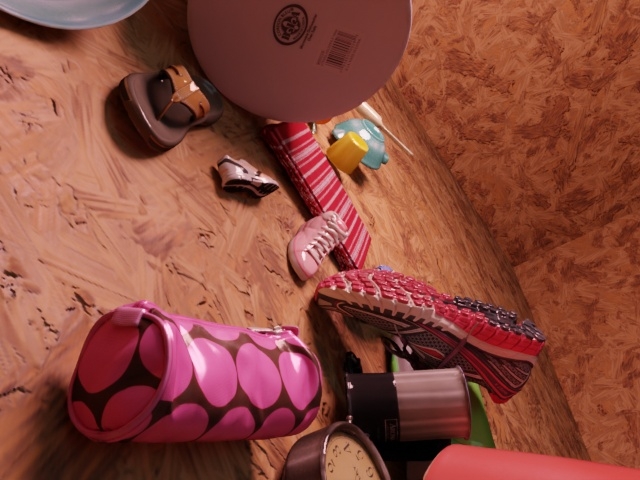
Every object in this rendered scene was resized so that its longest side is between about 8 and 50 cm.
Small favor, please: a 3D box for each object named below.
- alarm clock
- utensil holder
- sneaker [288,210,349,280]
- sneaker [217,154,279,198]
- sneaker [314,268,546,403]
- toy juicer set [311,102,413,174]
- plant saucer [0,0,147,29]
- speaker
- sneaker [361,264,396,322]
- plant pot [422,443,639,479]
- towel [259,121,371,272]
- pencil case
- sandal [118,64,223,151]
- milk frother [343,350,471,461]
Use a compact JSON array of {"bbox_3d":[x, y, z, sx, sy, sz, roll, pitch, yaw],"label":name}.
[{"bbox_3d":[0.010,0.242,0.501,0.129,0.064,0.192,65,19,8],"label":"alarm clock"},{"bbox_3d":[-0.043,-0.421,0.863,0.327,0.327,0.386,42,31,-40],"label":"utensil holder"},{"bbox_3d":[0.000,0.000,0.773,0.051,0.070,0.134,56,23,-20],"label":"sneaker"},{"bbox_3d":[-0.091,-0.082,0.711,0.109,0.040,0.044,13,49,-63],"label":"sneaker"},{"bbox_3d":[0.131,0.120,0.723,0.299,0.112,0.121,20,14,8],"label":"sneaker"},{"bbox_3d":[0.065,-0.238,1.215,0.209,0.089,0.329,52,28,11],"label":"toy juicer set"},{"bbox_3d":[-0.252,-0.350,0.482,0.317,0.043,0.318,-20,115,-55],"label":"plant saucer"},{"bbox_3d":[0.171,0.236,0.790,0.131,0.131,0.297,48,25,-31],"label":"speaker"},{"bbox_3d":[0.091,0.082,0.887,0.081,0.080,0.211,61,11,26],"label":"sneaker"},{"bbox_3d":[0.212,0.319,0.500,0.275,0.243,0.275,-16,109,-55],"label":"plant pot"},{"bbox_3d":[0.002,-0.085,0.941,0.275,0.031,0.199,59,19,-10],"label":"towel"},{"bbox_3d":[-0.082,0.103,0.430,0.209,0.095,0.098,28,74,-58],"label":"pencil case"},{"bbox_3d":[-0.154,-0.161,0.636,0.090,0.060,0.219,58,21,-7],"label":"sandal"},{"bbox_3d":[0.096,0.182,0.672,0.129,0.134,0.143,86,2,-47],"label":"milk frother"}]
